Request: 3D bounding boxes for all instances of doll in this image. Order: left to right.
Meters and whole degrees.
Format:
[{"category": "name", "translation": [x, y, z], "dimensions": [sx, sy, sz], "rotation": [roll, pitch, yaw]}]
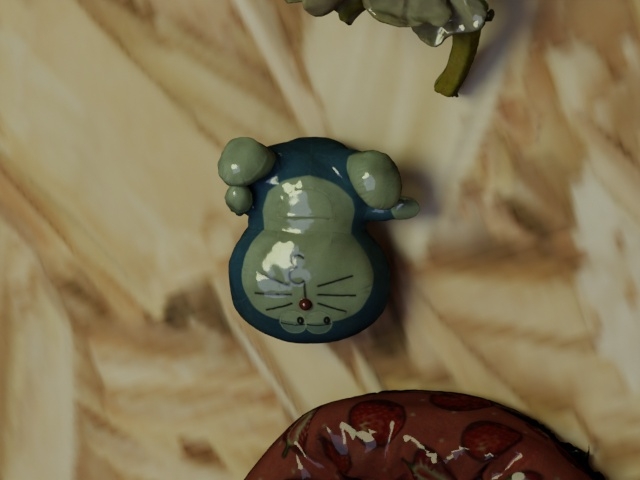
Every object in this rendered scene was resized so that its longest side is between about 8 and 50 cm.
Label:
[{"category": "doll", "translation": [0.000, 0.000, 0.752], "dimensions": [0.076, 0.050, 0.083], "rotation": [4, 103, 7]}]

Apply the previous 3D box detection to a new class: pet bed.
[{"category": "pet bed", "translation": [0.042, 0.152, 0.767], "dimensions": [0.201, 0.053, 0.201], "rotation": [4, 102, 21]}]

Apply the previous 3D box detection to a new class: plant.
[{"category": "plant", "translation": [0.043, -0.098, 0.686], "dimensions": [0.116, 0.104, 0.122], "rotation": [12, 134, 46]}]
